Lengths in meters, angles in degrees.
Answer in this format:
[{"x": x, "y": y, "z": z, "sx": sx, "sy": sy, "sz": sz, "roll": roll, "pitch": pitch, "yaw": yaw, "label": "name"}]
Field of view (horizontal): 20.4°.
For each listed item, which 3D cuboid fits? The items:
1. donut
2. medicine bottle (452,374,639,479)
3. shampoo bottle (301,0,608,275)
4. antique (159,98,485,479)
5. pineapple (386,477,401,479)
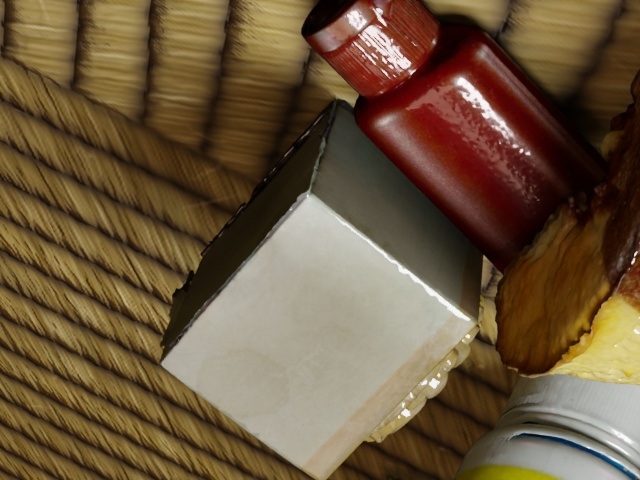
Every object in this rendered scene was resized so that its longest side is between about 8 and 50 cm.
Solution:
[{"x": 0.168, "y": 0.002, "z": 0.888, "sx": 0.085, "sy": 0.141, "sz": 0.217, "roll": 21, "pitch": 131, "yaw": -13, "label": "donut"}, {"x": 0.136, "y": 0.202, "z": 1.108, "sx": 0.143, "sy": 0.258, "sz": 0.143, "roll": 21, "pitch": 145, "yaw": 16, "label": "medicine bottle"}, {"x": 0.098, "y": -0.045, "z": 0.986, "sx": 0.260, "sy": 0.064, "sz": 0.102, "roll": 45, "pitch": 142, "yaw": -20, "label": "shampoo bottle"}, {"x": 0.010, "y": 0.031, "z": 1.033, "sx": 0.148, "sy": 0.152, "sz": 0.147, "roll": 37, "pitch": 113, "yaw": -9, "label": "antique"}, {"x": 0.100, "y": 0.268, "z": 1.392, "sx": 0.250, "sy": 0.140, "sz": 0.164, "roll": -51, "pitch": 55, "yaw": 42, "label": "pineapple"}]
